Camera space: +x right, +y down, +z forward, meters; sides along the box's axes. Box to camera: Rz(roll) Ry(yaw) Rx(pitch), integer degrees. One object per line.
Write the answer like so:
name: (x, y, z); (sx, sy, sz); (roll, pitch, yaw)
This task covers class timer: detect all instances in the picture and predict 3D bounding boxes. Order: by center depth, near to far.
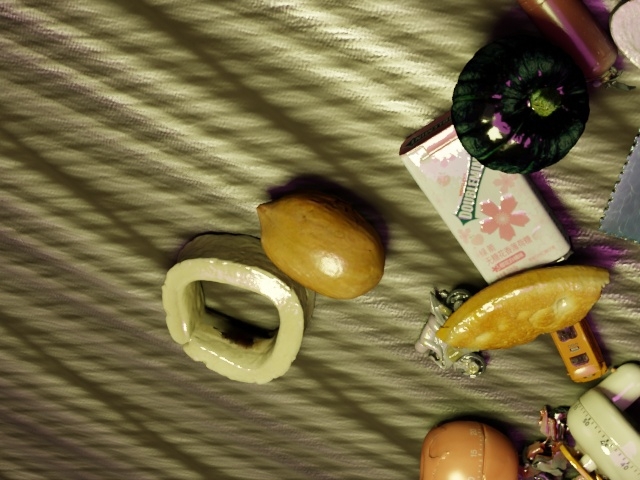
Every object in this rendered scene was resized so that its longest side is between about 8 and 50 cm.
timer: (0.645, 0.405, 1.880); (0.233, 0.233, 0.240); (44, 100, -11)
timer: (0.330, 0.521, 1.996); (0.214, 0.230, 0.230); (11, 117, 6)

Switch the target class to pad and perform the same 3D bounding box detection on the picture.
pad: (0.716, -0.095, 1.742); (0.268, 0.012, 0.270); (15, 118, 4)

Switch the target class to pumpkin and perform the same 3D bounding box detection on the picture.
pumpkin: (0.363, -0.236, 1.552); (0.247, 0.248, 0.248); (5, 116, 9)

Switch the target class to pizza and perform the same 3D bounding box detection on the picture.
pizza: (0.411, 0.140, 1.793); (0.365, 0.074, 0.182); (-27, 133, 19)

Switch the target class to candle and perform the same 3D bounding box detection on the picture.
candle: (0.620, -0.365, 1.599); (0.192, 0.068, 0.169); (-2, 112, 14)

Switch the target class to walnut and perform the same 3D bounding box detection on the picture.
walnut: (0.000, 0.000, 1.832); (0.297, 0.203, 0.203); (34, 117, -2)

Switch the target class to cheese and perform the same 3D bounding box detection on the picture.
cheese: (-0.187, 0.146, 1.960); (0.332, 0.153, 0.292); (21, 117, 2)

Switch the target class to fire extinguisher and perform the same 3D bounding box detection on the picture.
fire extinguisher: (0.464, -0.371, 1.607); (0.104, 0.105, 0.269); (-34, 104, 24)

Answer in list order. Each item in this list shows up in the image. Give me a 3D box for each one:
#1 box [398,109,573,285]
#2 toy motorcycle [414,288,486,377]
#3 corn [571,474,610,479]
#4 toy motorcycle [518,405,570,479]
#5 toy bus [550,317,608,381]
box: (0.334, -0.084, 1.774); (0.190, 0.112, 0.370); (-29, 109, 22)
toy motorcycle: (0.278, 0.207, 1.943); (0.152, 0.073, 0.225); (-6, 115, 17)
corn: (0.602, 0.598, 2.042); (0.335, 0.127, 0.127); (-30, 106, 25)
toy motorcycle: (0.509, 0.473, 2.020); (0.118, 0.084, 0.213); (11, 109, 7)
toy bus: (0.545, 0.227, 1.888); (0.083, 0.088, 0.195); (-23, 109, 20)
